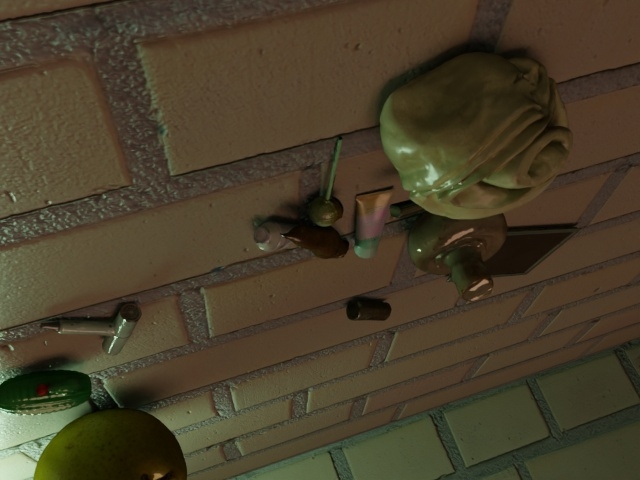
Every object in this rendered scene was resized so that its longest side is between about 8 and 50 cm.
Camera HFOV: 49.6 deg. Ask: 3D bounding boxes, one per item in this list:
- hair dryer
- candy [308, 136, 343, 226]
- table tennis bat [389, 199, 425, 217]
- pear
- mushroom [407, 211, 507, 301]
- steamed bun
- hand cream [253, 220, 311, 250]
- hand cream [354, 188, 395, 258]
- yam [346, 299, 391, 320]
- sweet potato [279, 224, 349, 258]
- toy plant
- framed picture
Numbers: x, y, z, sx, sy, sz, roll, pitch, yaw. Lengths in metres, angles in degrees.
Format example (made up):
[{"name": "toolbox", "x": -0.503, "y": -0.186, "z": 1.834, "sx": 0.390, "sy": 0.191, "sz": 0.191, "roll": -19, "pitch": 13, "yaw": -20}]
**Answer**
[{"name": "hair dryer", "x": -0.449, "y": 0.172, "z": 1.314, "sx": 0.183, "sy": 0.044, "sz": 0.155, "roll": 2, "pitch": 145, "yaw": -30}, {"name": "candy", "x": 0.019, "y": -0.096, "z": 1.146, "sx": 0.061, "sy": 0.061, "sz": 0.202, "roll": -12, "pitch": 144, "yaw": -19}, {"name": "table tennis bat", "x": 0.258, "y": -0.087, "z": 1.232, "sx": 0.301, "sy": 0.022, "sz": 0.173, "roll": -17, "pitch": -164, "yaw": -25}, {"name": "pear", "x": -0.522, "y": 0.592, "z": 1.708, "sx": 0.363, "sy": 0.362, "sz": 0.419, "roll": 7, "pitch": 169, "yaw": -44}, {"name": "mushroom", "x": 0.290, "y": 0.006, "z": 1.379, "sx": 0.206, "sy": 0.209, "sz": 0.206, "roll": -30, "pitch": 141, "yaw": -28}, {"name": "steamed bun", "x": 0.254, "y": -0.135, "z": 1.058, "sx": 0.276, "sy": 0.203, "sz": 0.289, "roll": -25, "pitch": 155, "yaw": 11}, {"name": "hand cream", "x": -0.074, "y": -0.008, "z": 1.245, "sx": 0.084, "sy": 0.053, "sz": 0.142, "roll": -31, "pitch": 168, "yaw": 21}, {"name": "hand cream", "x": 0.094, "y": -0.034, "z": 1.322, "sx": 0.076, "sy": 0.047, "sz": 0.174, "roll": -12, "pitch": 144, "yaw": -15}, {"name": "yam", "x": 0.119, "y": 0.174, "z": 1.722, "sx": 0.132, "sy": 0.054, "sz": 0.054, "roll": 8, "pitch": 141, "yaw": -47}, {"name": "sweet potato", "x": 0.000, "y": 0.000, "z": 1.266, "sx": 0.067, "sy": 0.067, "sz": 0.274, "roll": -29, "pitch": 164, "yaw": 16}, {"name": "toy plant", "x": -0.595, "y": 0.317, "z": 1.422, "sx": 0.241, "sy": 0.088, "sz": 0.154, "roll": -10, "pitch": 167, "yaw": -7}, {"name": "framed picture", "x": 0.490, "y": 0.031, "z": 1.763, "sx": 0.296, "sy": 0.019, "sz": 0.232, "roll": -2, "pitch": 148, "yaw": -33}]
